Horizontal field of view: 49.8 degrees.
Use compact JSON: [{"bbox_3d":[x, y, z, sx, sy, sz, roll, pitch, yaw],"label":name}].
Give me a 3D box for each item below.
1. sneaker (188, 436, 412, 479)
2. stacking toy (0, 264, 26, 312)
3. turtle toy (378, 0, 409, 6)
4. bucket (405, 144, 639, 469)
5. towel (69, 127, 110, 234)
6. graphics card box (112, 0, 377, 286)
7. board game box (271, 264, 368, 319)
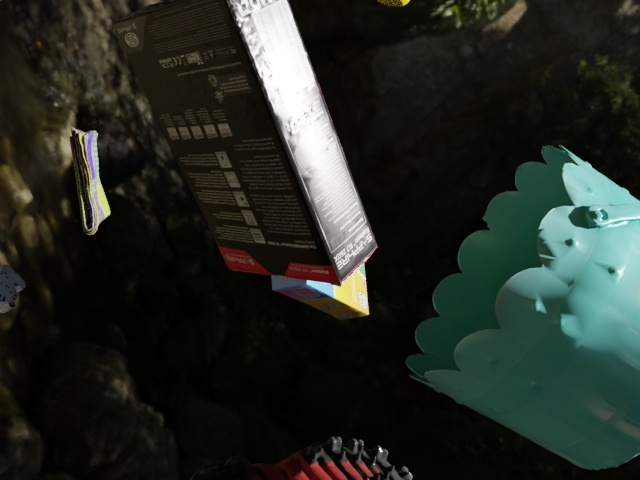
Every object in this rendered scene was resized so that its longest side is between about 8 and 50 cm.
[{"bbox_3d":[-0.024,0.285,0.710,0.097,0.276,0.135,39,-63,46],"label":"sneaker"},{"bbox_3d":[-0.467,0.031,0.770,0.221,0.167,0.052,52,23,-28],"label":"stacking toy"},{"bbox_3d":[0.032,-0.177,0.355,0.130,0.095,0.066,21,5,33],"label":"turtle toy"},{"bbox_3d":[0.228,0.064,0.659,0.183,0.281,0.281,31,-9,0],"label":"bucket"},{"bbox_3d":[-0.138,-0.037,0.416,0.083,0.009,0.060,-146,-131,-76],"label":"towel"},{"bbox_3d":[-0.091,-0.127,0.864,0.232,0.094,0.371,5,-53,46],"label":"graphics card box"},{"bbox_3d":[0.000,0.000,1.253,0.316,0.064,0.242,33,49,-64],"label":"board game box"}]
